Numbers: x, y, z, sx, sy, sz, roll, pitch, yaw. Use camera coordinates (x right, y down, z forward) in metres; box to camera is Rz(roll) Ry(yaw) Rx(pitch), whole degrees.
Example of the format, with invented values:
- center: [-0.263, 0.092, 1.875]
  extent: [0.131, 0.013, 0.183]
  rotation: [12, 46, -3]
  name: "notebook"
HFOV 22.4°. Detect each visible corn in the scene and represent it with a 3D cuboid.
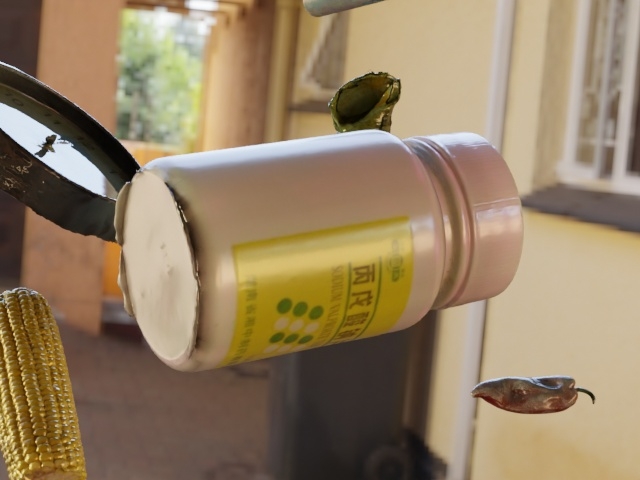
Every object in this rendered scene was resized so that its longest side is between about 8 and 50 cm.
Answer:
- center: [-0.286, 0.151, 1.593]
  extent: [0.081, 0.081, 0.248]
  rotation: [4, 43, -24]
  name: "corn"

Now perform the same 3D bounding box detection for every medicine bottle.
- center: [0.000, 0.000, 1.637]
  extent: [0.378, 0.214, 0.213]
  rotation: [-10, 10, -28]
  name: "medicine bottle"

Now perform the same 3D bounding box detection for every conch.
- center: [0.051, -0.153, 1.959]
  extent: [0.089, 0.121, 0.074]
  rotation: [29, 7, -27]
  name: "conch"

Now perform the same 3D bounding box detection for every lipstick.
- center: [0.049, -0.311, 1.985]
  extent: [0.158, 0.048, 0.048]
  rotation: [-7, -6, 43]
  name: "lipstick"

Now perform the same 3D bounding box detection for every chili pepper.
- center: [0.261, 0.190, 1.992]
  extent: [0.153, 0.041, 0.050]
  rotation: [-4, 24, 1]
  name: "chili pepper"

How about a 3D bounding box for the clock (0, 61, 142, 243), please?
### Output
- center: [-0.314, -0.107, 1.845]
  extent: [0.280, 0.055, 0.280]
  rotation: [36, 15, -11]
  name: "clock"
